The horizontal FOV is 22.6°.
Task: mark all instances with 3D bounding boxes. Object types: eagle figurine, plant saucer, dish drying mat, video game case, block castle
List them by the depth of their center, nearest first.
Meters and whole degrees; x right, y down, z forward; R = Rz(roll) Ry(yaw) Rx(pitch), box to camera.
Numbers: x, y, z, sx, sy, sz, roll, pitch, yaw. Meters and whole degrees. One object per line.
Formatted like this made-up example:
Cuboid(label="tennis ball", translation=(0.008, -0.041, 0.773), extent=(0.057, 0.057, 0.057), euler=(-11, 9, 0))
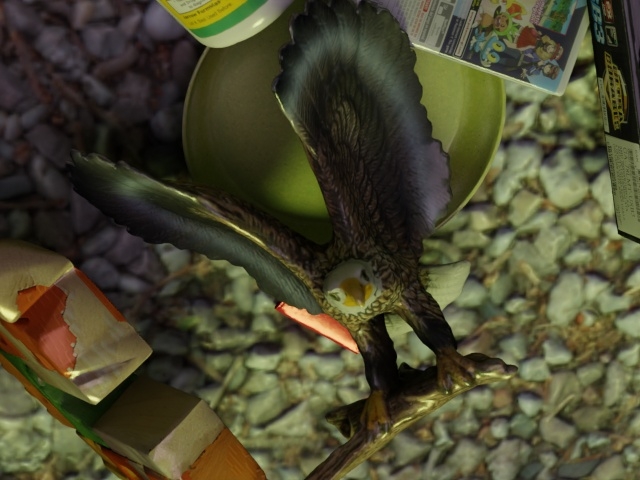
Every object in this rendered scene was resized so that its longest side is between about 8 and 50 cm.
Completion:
Cuboid(label="eagle figurine", translation=(0.003, -0.001, 1.109), extent=(0.226, 0.225, 0.298), euler=(-38, 97, -29))
Cuboid(label="block castle", translation=(-0.244, 0.182, 1.110), extent=(0.303, 0.213, 0.453), euler=(-47, 115, -17))
Cuboid(label="video game case", translation=(0.122, -0.221, 1.112), extent=(0.183, 0.023, 0.201), euler=(16, 98, -20))
Cuboid(label="plant saucer", translation=(0.016, -0.094, 1.175), extent=(0.241, 0.037, 0.241), euler=(-5, 120, -10))
Cuboid(label="dish drying mat", translation=(0.006, 0.061, 1.274), extent=(0.083, 0.008, 0.032), euler=(30, 109, -26))

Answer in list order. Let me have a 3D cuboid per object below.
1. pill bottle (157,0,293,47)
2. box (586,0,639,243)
Cuboid(label="pill bottle", translation=(-0.102, -0.232, 1.026), extent=(0.117, 0.117, 0.208), euler=(-42, 118, 11))
Cuboid(label="box", translation=(0.336, -0.167, 1.137), extent=(0.295, 0.073, 0.293), euler=(-13, 106, -14))
